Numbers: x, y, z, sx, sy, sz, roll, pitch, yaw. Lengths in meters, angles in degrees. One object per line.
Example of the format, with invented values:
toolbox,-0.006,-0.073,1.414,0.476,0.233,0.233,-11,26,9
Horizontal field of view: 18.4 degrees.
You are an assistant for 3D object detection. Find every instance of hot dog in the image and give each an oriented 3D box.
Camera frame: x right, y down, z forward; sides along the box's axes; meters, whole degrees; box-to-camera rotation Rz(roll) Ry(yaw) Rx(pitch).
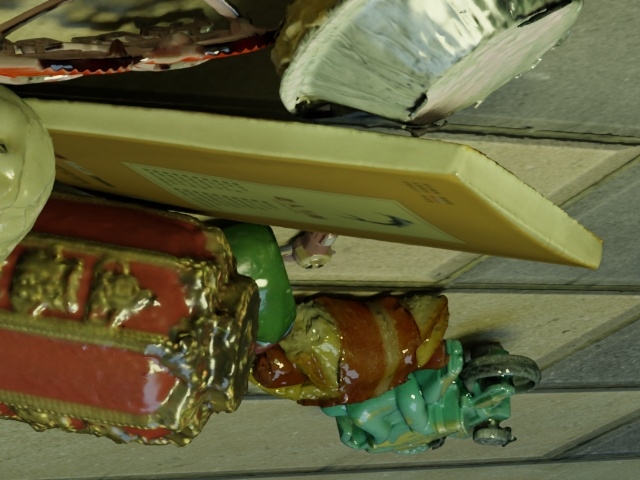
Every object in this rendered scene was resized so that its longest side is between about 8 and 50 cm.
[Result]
hot dog,0.031,0.111,1.902,0.213,0.103,0.146,-3,159,-26

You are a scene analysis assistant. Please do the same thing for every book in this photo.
book,-0.031,-0.038,1.322,0.389,0.032,0.269,8,171,26

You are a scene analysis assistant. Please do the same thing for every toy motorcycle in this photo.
toy motorcycle,0.103,0.165,2.126,0.198,0.109,0.296,11,154,-28

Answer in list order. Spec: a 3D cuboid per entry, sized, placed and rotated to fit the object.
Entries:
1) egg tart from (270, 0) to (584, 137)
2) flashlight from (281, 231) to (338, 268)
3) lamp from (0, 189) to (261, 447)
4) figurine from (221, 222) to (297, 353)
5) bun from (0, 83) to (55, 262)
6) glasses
egg tart,0.080,-0.135,1.155,0.234,0.094,0.234,-32,167,-8
flashlight,0.000,0.000,1.675,0.052,0.031,0.110,-5,160,-16
lamp,-0.181,0.052,1.430,0.274,0.177,0.177,11,163,10
figurine,-0.141,0.058,1.650,0.234,0.127,0.185,-21,169,-3
bun,-0.276,-0.031,1.226,0.231,0.133,0.231,6,158,2
glasses,-0.143,-0.139,1.154,0.255,0.095,0.162,-6,-177,-40
